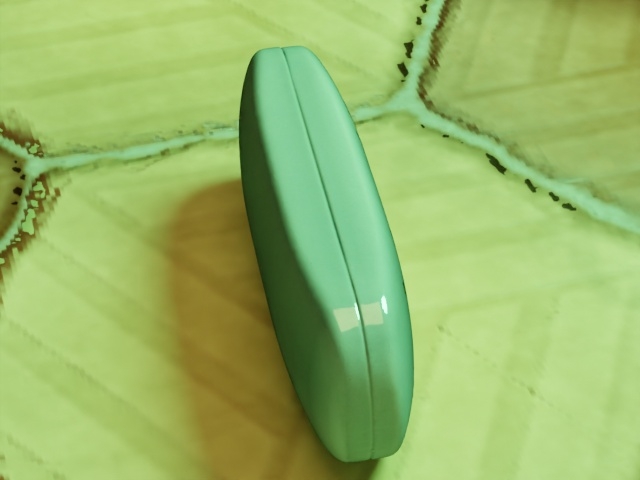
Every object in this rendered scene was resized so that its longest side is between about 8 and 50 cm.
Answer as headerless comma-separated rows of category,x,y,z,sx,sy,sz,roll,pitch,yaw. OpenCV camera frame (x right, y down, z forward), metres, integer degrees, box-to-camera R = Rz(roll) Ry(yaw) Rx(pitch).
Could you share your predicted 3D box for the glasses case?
glasses case,0.000,0.000,0.640,0.045,0.067,0.178,-9,42,-7
